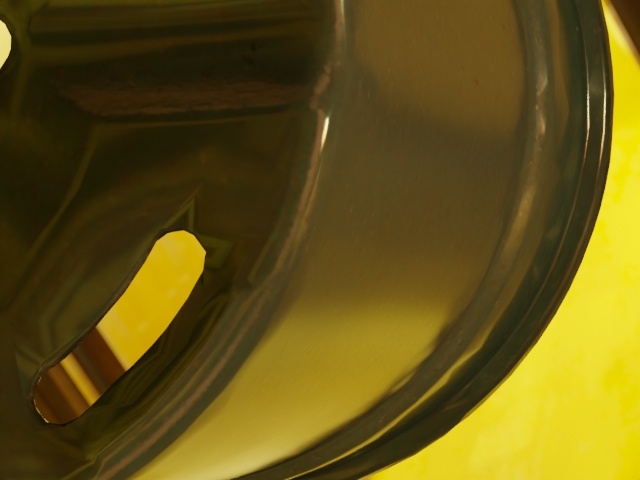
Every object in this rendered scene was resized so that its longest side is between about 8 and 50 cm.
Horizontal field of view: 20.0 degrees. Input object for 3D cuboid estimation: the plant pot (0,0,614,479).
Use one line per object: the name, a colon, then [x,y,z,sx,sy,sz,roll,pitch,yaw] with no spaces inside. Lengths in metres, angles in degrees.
plant pot: [-0.086,-0.052,0.594,0.341,0.341,0.334,-28,-4,12]
